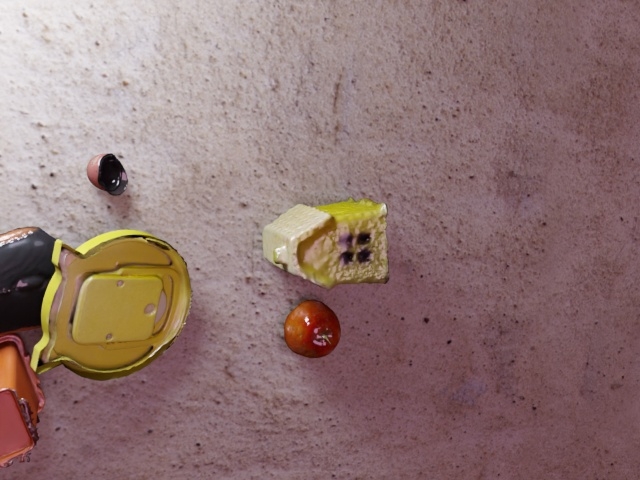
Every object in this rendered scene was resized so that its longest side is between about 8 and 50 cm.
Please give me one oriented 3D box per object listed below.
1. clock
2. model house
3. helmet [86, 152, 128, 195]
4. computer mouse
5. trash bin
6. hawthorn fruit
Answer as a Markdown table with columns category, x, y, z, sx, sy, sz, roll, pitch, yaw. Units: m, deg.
| category | x | y | z | sx | sy | sz | roll | pitch | yaw |
| --- | --- | --- | --- | --- | --- | --- | --- | --- | --- |
| clock | -0.372 | 0.113 | 1.184 | 0.293 | 0.071 | 0.277 | 15 | 96 | -47 |
| model house | 0.000 | 0.000 | 1.308 | 0.234 | 0.193 | 0.175 | 0 | 100 | -24 |
| helmet | -0.389 | -0.118 | 1.169 | 0.084 | 0.049 | 0.065 | 70 | 32 | -46 |
| computer mouse | -0.571 | 0.080 | 1.079 | 0.323 | 0.116 | 0.183 | -11 | 109 | -25 |
| trash bin | -0.537 | 0.279 | 1.060 | 0.161 | 0.238 | 0.184 | -20 | 109 | -22 |
| hawthorn fruit | -0.009 | 0.188 | 1.378 | 0.125 | 0.140 | 0.125 | 22 | 58 | -40 |
